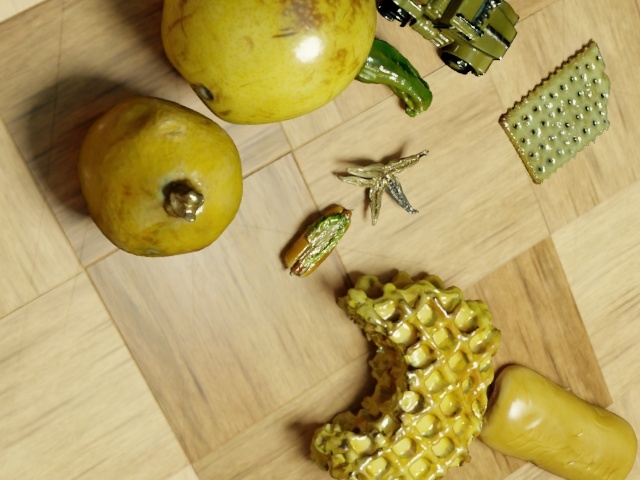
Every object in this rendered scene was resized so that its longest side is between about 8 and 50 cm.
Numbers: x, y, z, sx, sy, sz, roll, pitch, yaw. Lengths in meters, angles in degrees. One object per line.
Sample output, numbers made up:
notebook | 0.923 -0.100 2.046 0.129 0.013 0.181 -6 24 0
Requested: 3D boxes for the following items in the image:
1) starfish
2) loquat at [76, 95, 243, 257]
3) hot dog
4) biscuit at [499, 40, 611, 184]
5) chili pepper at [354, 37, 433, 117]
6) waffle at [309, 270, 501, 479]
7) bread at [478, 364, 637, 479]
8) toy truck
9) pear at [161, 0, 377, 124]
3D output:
starfish | 0.102 -0.091 1.742 0.130 0.041 0.133 -40 121 -2
loquat | -0.196 -0.074 1.498 0.213 0.246 0.214 -6 107 -21
hot dog | 0.000 0.000 1.717 0.133 0.041 0.056 -48 116 -8
biscuit | 0.378 -0.192 1.862 0.203 0.016 0.144 -38 114 -12
chili pepper | 0.079 -0.242 1.680 0.204 0.072 0.073 27 102 -30
waffle | 0.119 0.212 1.764 0.261 0.151 0.324 11 98 -23
bread | 0.390 0.310 1.941 0.305 0.091 0.142 26 95 -26
toy truck | 0.172 -0.339 1.677 0.257 0.127 0.127 34 85 -30
pear | -0.067 -0.280 1.503 0.280 0.280 0.281 -6 104 -23
